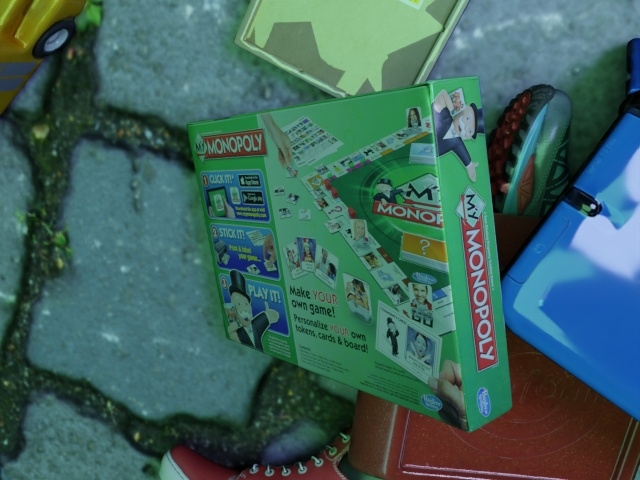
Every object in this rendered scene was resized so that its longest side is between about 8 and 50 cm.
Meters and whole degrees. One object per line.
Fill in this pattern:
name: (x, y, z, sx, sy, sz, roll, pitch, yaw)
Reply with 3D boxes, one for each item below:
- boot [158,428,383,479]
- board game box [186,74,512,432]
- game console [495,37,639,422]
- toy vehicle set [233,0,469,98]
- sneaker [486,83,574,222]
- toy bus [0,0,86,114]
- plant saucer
boot: (-0.035, 0.237, 0.708, 0.244, 0.088, 0.176, 27, 83, 22)
board game box: (0.000, 0.000, 0.537, 0.317, 0.046, 0.214, 7, 108, 54)
game console: (0.296, 0.020, 0.496, 0.293, 0.173, 0.250, 35, 96, 2)
toy vehicle set: (0.056, -0.248, 0.571, 0.166, 0.035, 0.267, 29, 109, 3)
sneaker: (0.197, -0.002, 0.587, 0.125, 0.104, 0.262, 1, 114, 3)
toy bus: (-0.370, -0.143, 0.639, 0.332, 0.130, 0.108, -42, 93, 19)
plant saucer: (0.164, 0.109, 0.556, 0.258, 0.048, 0.259, 6, 113, -1)
